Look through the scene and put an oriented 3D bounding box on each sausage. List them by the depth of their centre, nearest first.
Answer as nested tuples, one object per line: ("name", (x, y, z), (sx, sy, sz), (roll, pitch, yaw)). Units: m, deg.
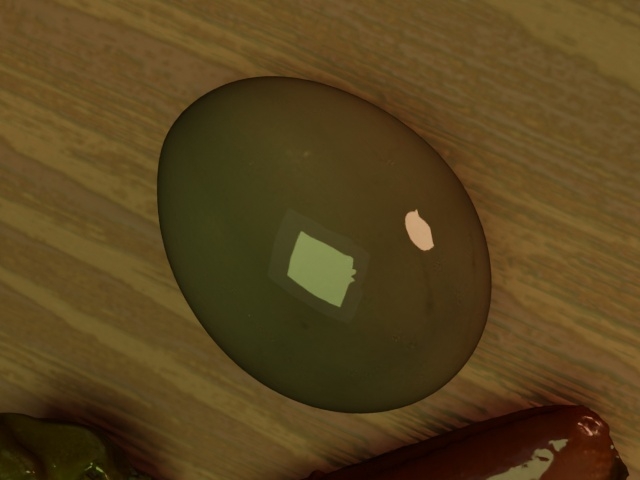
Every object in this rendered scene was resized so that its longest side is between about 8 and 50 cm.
("sausage", (0.055, 0.199, 0.705), (0.331, 0.102, 0.102), (-22, 97, 14))

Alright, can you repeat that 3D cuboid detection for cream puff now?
("cream puff", (-0.233, 0.221, 0.722), (0.221, 0.194, 0.194), (-36, 94, 10))

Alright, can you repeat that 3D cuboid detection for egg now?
("egg", (0.000, 0.000, 0.626), (0.186, 0.186, 0.241), (-41, 87, 15))
